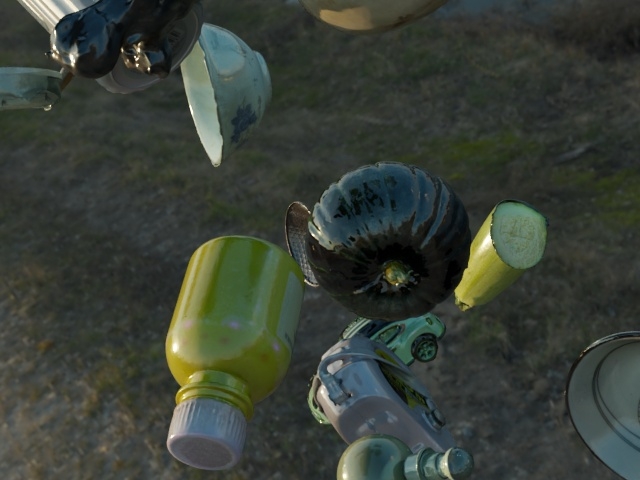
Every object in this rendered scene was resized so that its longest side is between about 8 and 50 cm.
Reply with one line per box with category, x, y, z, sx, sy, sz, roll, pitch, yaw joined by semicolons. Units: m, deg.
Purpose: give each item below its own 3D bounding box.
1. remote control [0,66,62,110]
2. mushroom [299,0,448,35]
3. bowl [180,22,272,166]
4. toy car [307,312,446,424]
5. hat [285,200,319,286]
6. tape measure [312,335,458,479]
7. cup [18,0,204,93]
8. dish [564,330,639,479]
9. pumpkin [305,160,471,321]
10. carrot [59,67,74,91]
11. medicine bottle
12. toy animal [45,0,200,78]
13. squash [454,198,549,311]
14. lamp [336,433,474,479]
remote control;-0.430;-0.179;1.199;0.247;0.052;0.104;-2;2;11
mushroom;0.053;-0.311;0.951;0.207;0.215;0.207;-26;10;5
bowl;-0.184;-0.318;2.062;0.146;0.313;0.313;-13;26;-15
toy car;0.091;0.218;1.906;0.306;0.125;0.136;-37;23;-6
hat;0.000;0.000;2.171;0.082;0.193;0.193;-15;23;-25
tape measure;0.083;0.219;1.316;0.120;0.236;0.197;-42;12;14
cup;-0.257;-0.287;1.118;0.167;0.202;0.221;-46;-17;11
dish;0.540;0.250;1.537;0.316;0.316;0.106;2;31;40
pumpkin;0.101;0.007;1.454;0.250;0.250;0.216;-22;24;8
carrot;-0.440;-0.356;1.849;0.254;0.049;0.049;-57;31;6
medicine bottle;-0.089;0.109;0.953;0.122;0.122;0.212;-11;45;25
toy animal;-0.145;-0.297;1.019;0.106;0.168;0.343;19;82;26
squash;0.319;0.064;1.916;0.287;0.137;0.137;-59;6;40
lamp;0.093;0.246;1.061;0.163;0.091;0.091;-20;26;42
